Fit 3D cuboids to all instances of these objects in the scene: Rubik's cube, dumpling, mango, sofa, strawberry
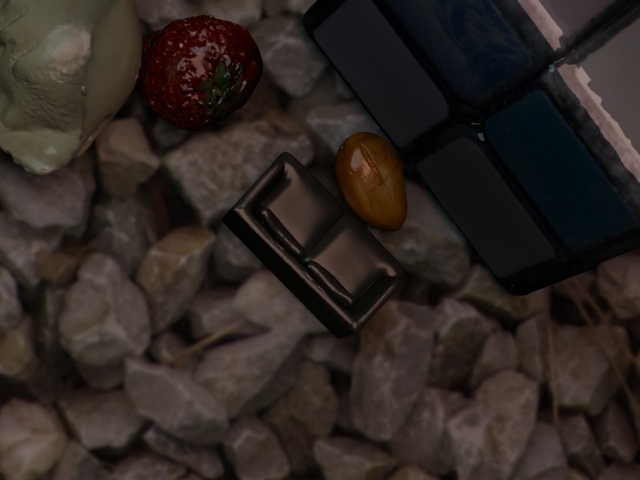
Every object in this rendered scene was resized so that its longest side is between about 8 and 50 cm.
[{"bbox_3d":[0.225,-0.181,1.500,0.316,0.318,0.313,-39,93,-22],"label":"Rubik's cube"},{"bbox_3d":[-0.221,-0.156,1.467,0.155,0.111,0.181,22,63,19],"label":"dumpling"},{"bbox_3d":[0.045,-0.048,1.557,0.060,0.046,0.089,-31,94,-23],"label":"mango"},{"bbox_3d":[0.000,0.000,1.525,0.147,0.060,0.085,46,69,-5],"label":"sofa"},{"bbox_3d":[-0.101,-0.141,1.504,0.106,0.106,0.106,4,78,-18],"label":"strawberry"}]
